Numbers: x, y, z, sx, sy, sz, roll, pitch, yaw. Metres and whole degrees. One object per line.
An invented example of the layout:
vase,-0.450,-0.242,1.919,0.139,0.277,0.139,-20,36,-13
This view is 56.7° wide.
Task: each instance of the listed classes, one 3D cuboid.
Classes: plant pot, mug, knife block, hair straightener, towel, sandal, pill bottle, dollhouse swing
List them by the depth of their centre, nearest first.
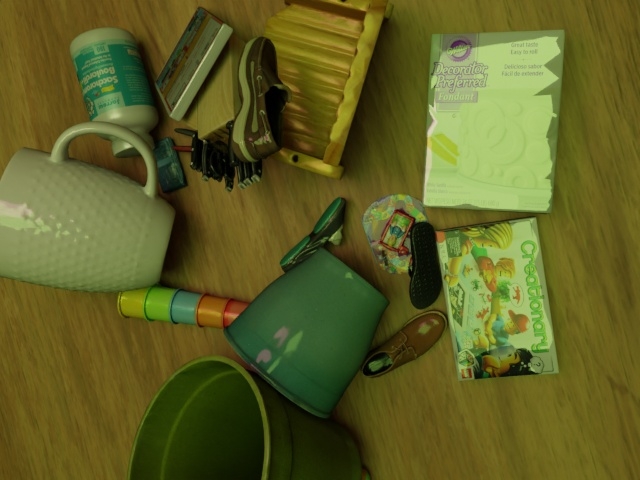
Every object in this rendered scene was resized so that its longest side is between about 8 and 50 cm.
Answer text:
dollhouse swing,-0.034,-0.316,1.123,0.315,0.305,0.346,20,100,14
plant pot,-0.114,0.440,1.141,0.367,0.353,0.366,-20,57,34
knife block,-0.161,-0.241,1.143,0.242,0.088,0.275,34,95,39
plant pot,-0.007,0.164,1.183,0.272,0.271,0.255,39,87,10
sandal,0.208,0.051,1.210,0.067,0.040,0.179,-3,95,-14
mug,-0.476,-0.067,1.257,0.328,0.276,0.374,14,108,-14
hair straightener,-0.240,-0.231,1.276,0.230,0.047,0.089,11,96,44
pill bottle,-0.450,-0.323,1.322,0.146,0.146,0.264,-18,89,16
towel,-0.353,-0.172,1.365,0.067,0.029,0.119,-20,89,17

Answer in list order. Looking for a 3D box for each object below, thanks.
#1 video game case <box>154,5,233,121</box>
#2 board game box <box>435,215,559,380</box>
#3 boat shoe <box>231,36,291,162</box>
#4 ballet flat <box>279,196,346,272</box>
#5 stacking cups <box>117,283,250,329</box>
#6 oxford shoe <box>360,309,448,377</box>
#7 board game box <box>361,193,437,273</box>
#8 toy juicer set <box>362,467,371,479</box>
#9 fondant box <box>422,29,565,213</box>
video game case,-0.270,-0.374,1.226,0.025,0.285,0.204,27,104,-31
board game box,0.346,0.116,1.172,0.193,0.053,0.305,-9,91,16
boat shoe,-0.092,-0.262,1.080,0.095,0.095,0.257,-8,69,26
ballet flat,0.000,0.000,1.262,0.074,0.074,0.203,43,97,9
stacking cups,-0.296,0.159,1.338,0.316,0.096,0.095,9,96,15
oxford shoe,0.172,0.221,1.219,0.212,0.076,0.076,-40,81,13
board game box,0.160,-0.013,1.227,0.133,0.033,0.168,-20,89,17
toy juicer set,-0.008,0.608,1.289,0.329,0.089,0.209,-29,86,16
fondant box,0.324,-0.221,1.134,0.239,0.096,0.330,4,94,16
